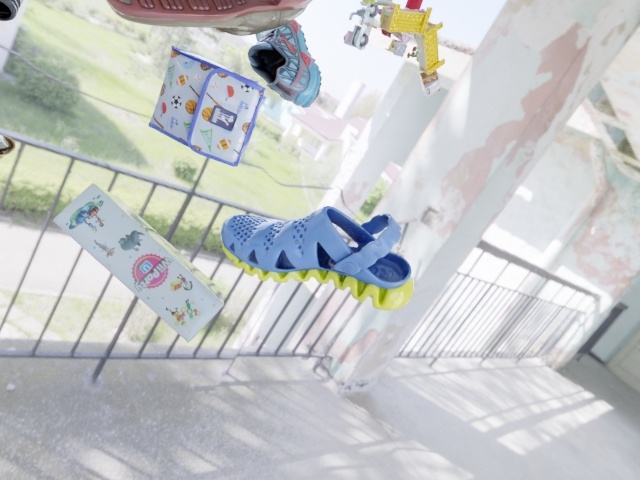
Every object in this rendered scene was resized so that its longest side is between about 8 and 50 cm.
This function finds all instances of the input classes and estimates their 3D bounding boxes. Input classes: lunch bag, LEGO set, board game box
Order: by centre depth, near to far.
[{"bbox_3d":[-0.326,0.042,0.880,0.303,0.097,0.224,43,-9,-8],"label":"board game box"},{"bbox_3d":[0.158,-0.398,0.901,0.287,0.132,0.107,9,30,-47],"label":"LEGO set"},{"bbox_3d":[-0.414,-0.497,1.723,0.385,0.328,0.239,30,18,16],"label":"lunch bag"}]

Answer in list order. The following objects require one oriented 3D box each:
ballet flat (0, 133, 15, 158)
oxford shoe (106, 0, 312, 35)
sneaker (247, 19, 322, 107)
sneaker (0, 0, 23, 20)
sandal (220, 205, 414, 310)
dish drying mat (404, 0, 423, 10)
[{"bbox_3d":[-0.763,-0.221,1.022,0.232,0.073,0.080,-137,-152,-76],"label":"ballet flat"},{"bbox_3d":[-0.160,-0.365,0.719,0.348,0.130,0.123,-19,83,-31],"label":"oxford shoe"},{"bbox_3d":[-0.091,-0.388,0.931,0.125,0.104,0.262,5,47,-41],"label":"sneaker"},{"bbox_3d":[-0.684,-0.546,0.865,0.104,0.147,0.296,-7,-17,14],"label":"sneaker"},{"bbox_3d":[0.000,0.000,0.712,0.317,0.138,0.126,11,38,3],"label":"sandal"},{"bbox_3d":[0.191,-0.481,0.959,0.032,0.083,0.008,19,10,0],"label":"dish drying mat"}]
